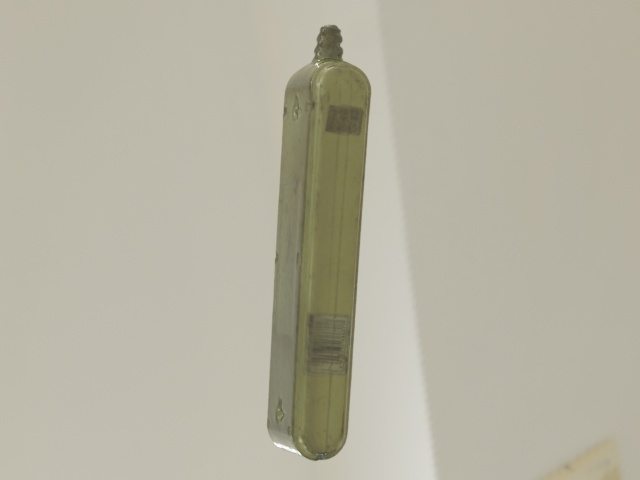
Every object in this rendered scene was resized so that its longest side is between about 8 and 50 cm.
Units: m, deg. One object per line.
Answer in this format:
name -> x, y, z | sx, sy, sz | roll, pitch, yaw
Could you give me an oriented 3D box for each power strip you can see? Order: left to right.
power strip -> 0.000, 0.000, 1.577 | 0.066, 0.092, 0.387 | 3, -90, -23
